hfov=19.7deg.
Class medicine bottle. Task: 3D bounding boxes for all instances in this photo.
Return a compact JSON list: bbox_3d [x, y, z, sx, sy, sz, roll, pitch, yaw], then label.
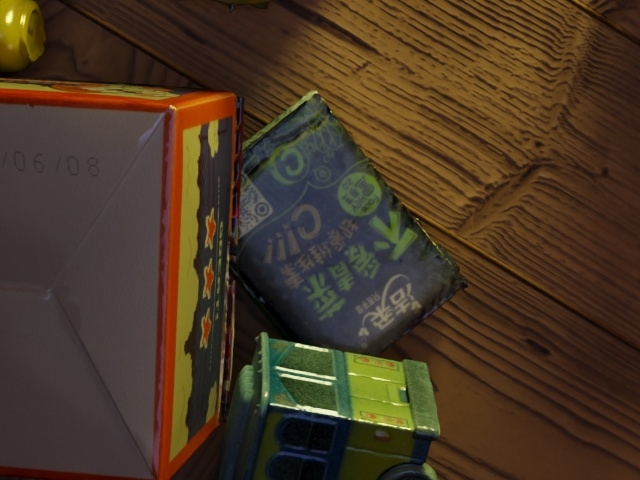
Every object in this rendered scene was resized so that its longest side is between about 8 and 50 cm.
[{"bbox_3d":[-0.406,-0.192,1.653,0.309,0.111,0.076,3,101,4],"label":"medicine bottle"}]

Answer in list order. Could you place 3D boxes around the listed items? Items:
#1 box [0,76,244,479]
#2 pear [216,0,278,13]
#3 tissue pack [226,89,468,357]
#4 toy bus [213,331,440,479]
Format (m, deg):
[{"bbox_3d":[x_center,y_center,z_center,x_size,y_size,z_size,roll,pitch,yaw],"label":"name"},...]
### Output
[{"bbox_3d":[-0.264,0.021,1.577,0.348,0.257,0.318,3,96,9],"label":"box"},{"bbox_3d":[-0.028,-0.324,1.611,0.267,0.178,0.267,-7,106,-24],"label":"pear"},{"bbox_3d":[0.000,0.000,1.717,0.173,0.073,0.235,-39,98,3],"label":"tissue pack"},{"bbox_3d":[-0.008,0.258,1.672,0.190,0.152,0.312,10,112,-7],"label":"toy bus"}]
